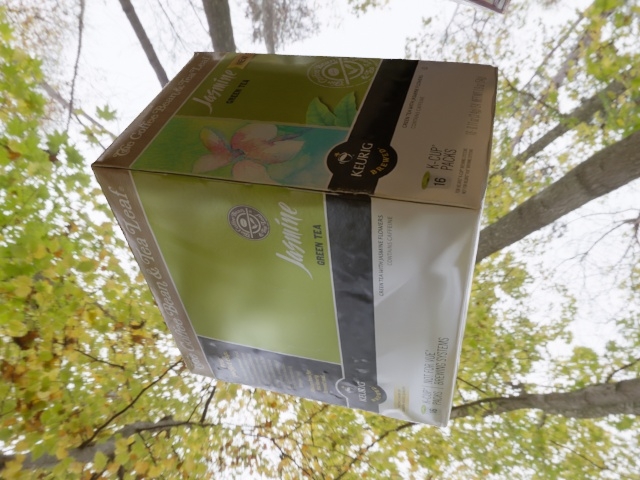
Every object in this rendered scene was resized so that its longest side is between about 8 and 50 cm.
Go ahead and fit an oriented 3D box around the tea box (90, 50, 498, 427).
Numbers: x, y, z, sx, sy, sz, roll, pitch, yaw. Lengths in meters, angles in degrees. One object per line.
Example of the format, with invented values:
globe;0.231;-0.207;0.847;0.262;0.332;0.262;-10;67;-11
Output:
tea box;0.000;0.000;0.589;0.324;0.328;0.220;8;-134;14

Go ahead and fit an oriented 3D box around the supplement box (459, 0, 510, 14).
supplement box;0.123;-0.278;0.499;0.081;0.188;0.104;30;-63;28
